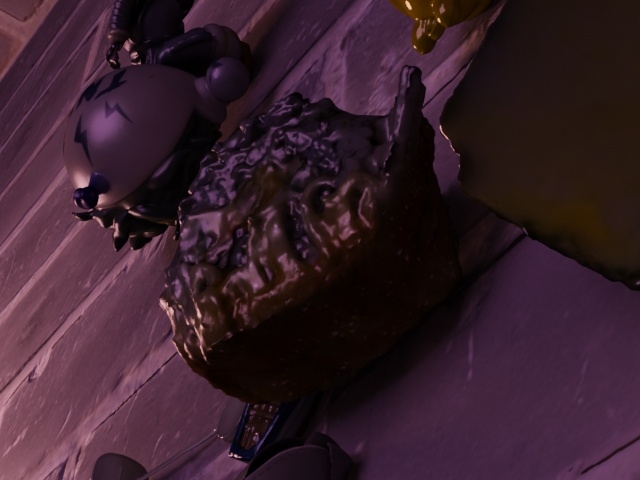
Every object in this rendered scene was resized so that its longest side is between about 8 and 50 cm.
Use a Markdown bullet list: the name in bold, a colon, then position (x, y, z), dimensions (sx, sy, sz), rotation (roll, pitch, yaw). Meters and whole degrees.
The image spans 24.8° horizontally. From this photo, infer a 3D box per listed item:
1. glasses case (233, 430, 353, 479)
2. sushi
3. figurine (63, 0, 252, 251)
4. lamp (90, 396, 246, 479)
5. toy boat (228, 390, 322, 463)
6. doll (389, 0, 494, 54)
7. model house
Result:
- **glasses case**: position (-0.074, 0.275, 0.989), dimensions (0.128, 0.083, 0.308), rotation (-27, 39, 55)
- **sushi**: position (0.000, 0.000, 1.048), dimensions (0.274, 0.139, 0.184), rotation (-29, 46, 26)
- **figurine**: position (-0.183, -0.166, 1.671), dimensions (0.261, 0.186, 0.382), rotation (-43, 31, 51)
- **lamp**: position (-0.129, 0.178, 1.290), dimensions (0.198, 0.056, 0.050), rotation (-39, 27, 38)
- **toy boat**: position (-0.008, 0.072, 1.149), dimensions (0.080, 0.046, 0.229), rotation (-13, 51, 64)
- **doll**: position (0.113, -0.263, 1.227), dimensions (0.135, 0.099, 0.241), rotation (-9, 53, 36)
- **model house**: position (0.184, -0.090, 0.843), dimensions (0.194, 0.170, 0.211), rotation (-63, -8, 13)
